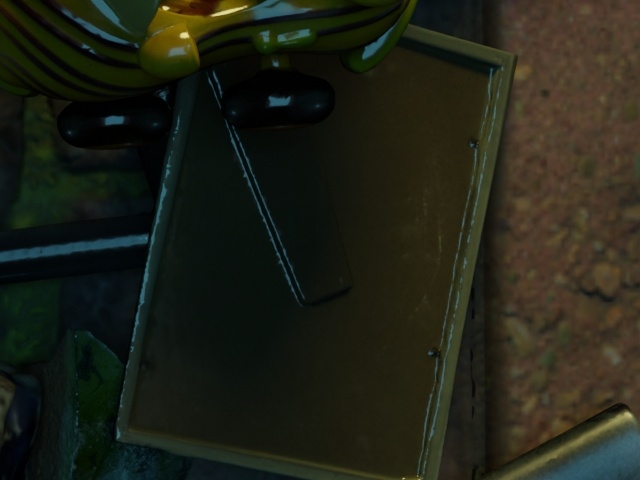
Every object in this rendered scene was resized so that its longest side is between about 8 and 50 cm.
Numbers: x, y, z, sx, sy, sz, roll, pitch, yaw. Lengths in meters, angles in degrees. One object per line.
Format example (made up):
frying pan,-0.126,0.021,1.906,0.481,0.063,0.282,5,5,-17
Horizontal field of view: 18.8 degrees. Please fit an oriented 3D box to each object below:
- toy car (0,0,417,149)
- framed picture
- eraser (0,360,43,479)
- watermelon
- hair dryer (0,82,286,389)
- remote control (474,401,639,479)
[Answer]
toy car,-0.067,-0.148,0.928,0.248,0.142,0.200,-8,93,-1
framed picture,0.000,0.000,1.036,0.189,0.023,0.260,12,83,-18
eraser,-0.267,0.201,1.001,0.155,0.101,0.332,19,90,7
watermelon,-0.120,0.127,1.052,0.101,0.080,0.155,8,86,-39
hair dryer,-0.130,0.023,1.052,0.195,0.050,0.173,-20,90,0
remote control,0.025,0.222,1.058,0.377,0.044,0.107,-28,95,-4
